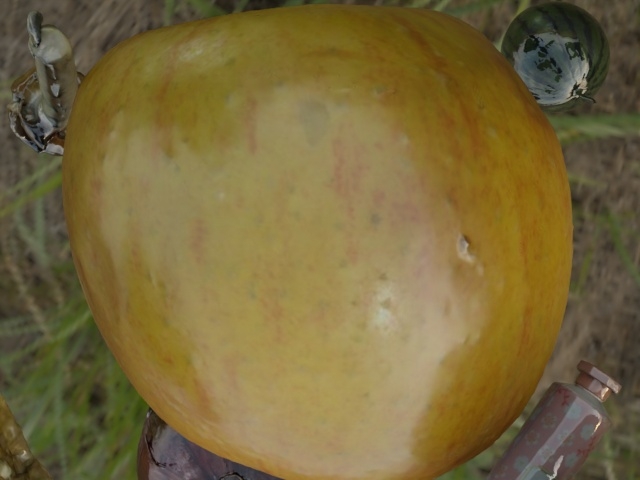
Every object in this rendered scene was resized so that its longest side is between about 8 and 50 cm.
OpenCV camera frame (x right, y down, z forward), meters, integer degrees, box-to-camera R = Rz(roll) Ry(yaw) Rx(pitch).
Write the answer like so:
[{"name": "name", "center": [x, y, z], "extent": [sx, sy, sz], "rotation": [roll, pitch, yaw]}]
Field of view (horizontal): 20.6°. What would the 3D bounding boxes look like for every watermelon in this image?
[{"name": "watermelon", "center": [0.226, -0.166, 1.665], "extent": [0.105, 0.133, 0.105], "rotation": [-12, 133, -14]}]

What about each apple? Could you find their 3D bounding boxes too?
[{"name": "apple", "center": [0.000, 0.000, 1.029], "extent": [0.299, 0.299, 0.275], "rotation": [-3, 99, 21]}]

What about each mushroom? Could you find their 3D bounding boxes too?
[{"name": "mushroom", "center": [-0.172, -0.105, 1.149], "extent": [0.060, 0.061, 0.187], "rotation": [46, 163, 2]}]

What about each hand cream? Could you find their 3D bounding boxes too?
[{"name": "hand cream", "center": [0.111, 0.165, 1.067], "extent": [0.043, 0.209, 0.067], "rotation": [31, 175, 46]}]

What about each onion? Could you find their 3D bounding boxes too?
[{"name": "onion", "center": [-0.054, 0.231, 1.875], "extent": [0.281, 0.281, 0.221], "rotation": [11, 116, 11]}]

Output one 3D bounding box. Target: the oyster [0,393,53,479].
[{"name": "oyster", "center": [-0.303, 0.097, 0.953], "extent": [0.396, 0.111, 0.204], "rotation": [4, 132, 5]}]
